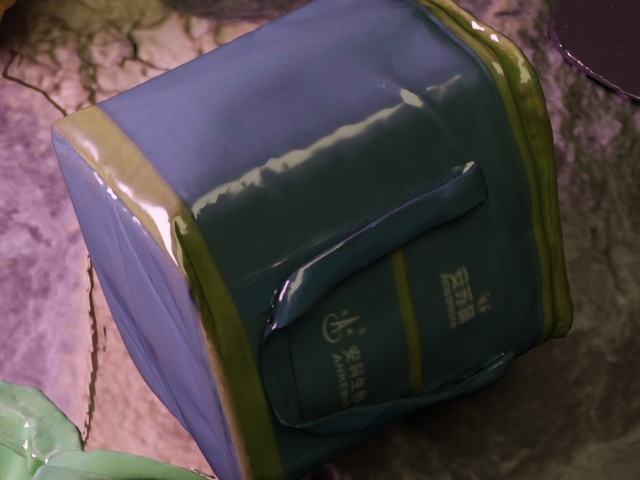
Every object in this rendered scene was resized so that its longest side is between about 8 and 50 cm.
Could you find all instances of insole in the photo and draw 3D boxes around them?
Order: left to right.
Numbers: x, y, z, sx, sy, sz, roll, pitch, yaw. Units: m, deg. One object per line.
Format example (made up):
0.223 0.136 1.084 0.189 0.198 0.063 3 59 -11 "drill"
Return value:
0.320 -0.127 1.231 0.309 0.012 0.110 10 60 0 "insole"

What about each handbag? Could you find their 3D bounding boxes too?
0.000 0.000 0.992 0.241 0.263 0.222 -29 39 -16 "handbag"

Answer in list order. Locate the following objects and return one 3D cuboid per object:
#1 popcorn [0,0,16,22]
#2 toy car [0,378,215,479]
-0.315 -0.237 1.125 0.286 0.215 0.252 -4 68 -3 "popcorn"
-0.054 0.229 0.905 0.358 0.213 0.176 18 27 1 "toy car"
